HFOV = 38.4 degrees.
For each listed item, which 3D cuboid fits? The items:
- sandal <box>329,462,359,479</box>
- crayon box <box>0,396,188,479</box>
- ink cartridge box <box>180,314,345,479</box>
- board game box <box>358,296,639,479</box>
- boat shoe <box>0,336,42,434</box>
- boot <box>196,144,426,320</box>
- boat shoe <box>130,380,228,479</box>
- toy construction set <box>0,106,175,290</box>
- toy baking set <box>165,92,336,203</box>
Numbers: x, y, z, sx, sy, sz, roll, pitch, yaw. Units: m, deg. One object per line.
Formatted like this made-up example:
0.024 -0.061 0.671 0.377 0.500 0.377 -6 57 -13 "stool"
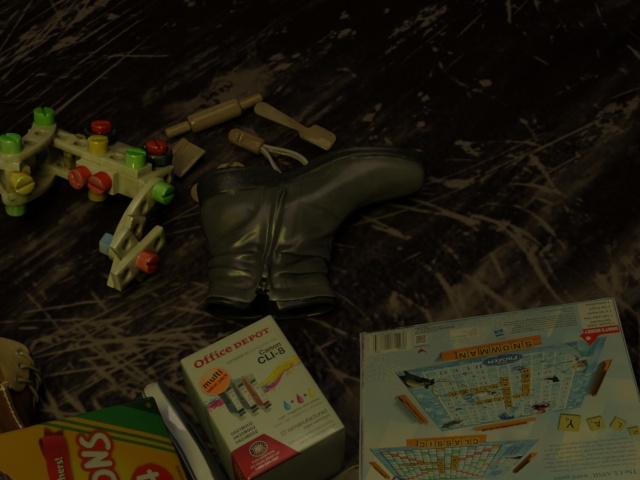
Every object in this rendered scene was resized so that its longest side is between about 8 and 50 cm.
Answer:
-0.002 0.330 1.041 0.219 0.060 0.090 -37 62 -24 "sandal"
-0.279 0.292 0.920 0.318 0.081 0.202 -9 62 -42 "crayon box"
-0.069 0.207 1.091 0.128 0.127 0.176 -26 57 -17 "ink cartridge box"
0.202 0.219 1.040 0.319 0.066 0.318 -9 41 12 "board game box"
-0.406 0.168 1.128 0.120 0.122 0.324 -34 61 -26 "boat shoe"
0.000 0.000 1.272 0.338 0.118 0.222 -11 62 -2 "boot"
-0.167 0.270 1.082 0.076 0.080 0.228 -37 63 -4 "boat shoe"
-0.332 -0.077 1.288 0.328 0.151 0.215 34 36 14 "toy construction set"
-0.116 -0.140 1.411 0.256 0.030 0.197 -26 64 -11 "toy baking set"
